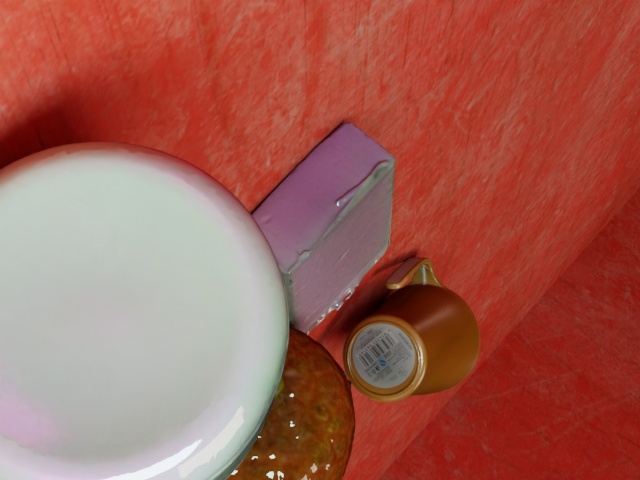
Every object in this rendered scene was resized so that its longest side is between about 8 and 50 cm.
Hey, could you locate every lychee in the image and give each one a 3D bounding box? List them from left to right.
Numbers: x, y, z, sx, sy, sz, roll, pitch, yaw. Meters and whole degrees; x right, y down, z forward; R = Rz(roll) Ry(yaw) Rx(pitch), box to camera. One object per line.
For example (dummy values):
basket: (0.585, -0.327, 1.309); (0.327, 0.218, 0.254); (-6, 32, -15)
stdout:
lychee: (-0.083, 0.210, 1.460); (0.255, 0.255, 0.300); (-46, 152, -14)

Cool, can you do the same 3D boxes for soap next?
soap: (-0.001, -0.001, 1.480); (0.181, 0.081, 0.259); (-47, 164, -14)

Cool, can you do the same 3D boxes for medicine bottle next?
medicine bottle: (-0.148, 0.080, 0.946); (0.241, 0.241, 0.302); (-46, 174, -13)

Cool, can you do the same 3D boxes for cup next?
cup: (0.137, 0.144, 2.066); (0.264, 0.182, 0.226); (-11, 100, -70)

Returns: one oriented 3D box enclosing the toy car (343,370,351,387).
toy car: (-0.028, 0.244, 1.978); (0.112, 0.112, 0.139); (10, 103, -53)
